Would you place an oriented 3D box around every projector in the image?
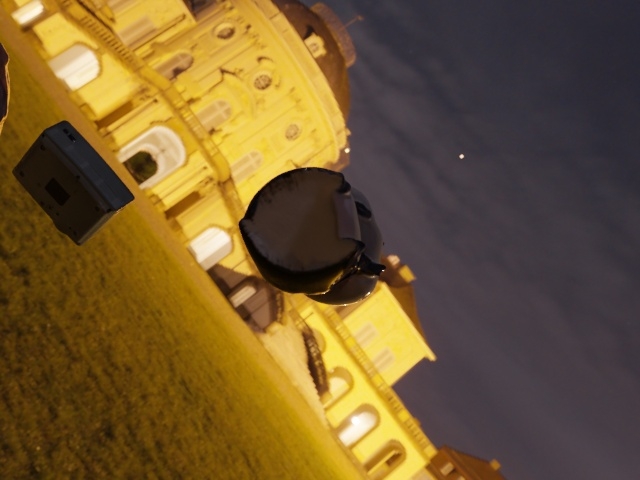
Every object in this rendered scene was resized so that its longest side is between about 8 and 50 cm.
[{"bbox_3d":[-0.360,-0.078,0.914,0.115,0.061,0.147,-34,-80,35],"label":"projector"}]

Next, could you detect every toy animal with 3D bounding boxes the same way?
[{"bbox_3d":[0.000,0.000,1.204,0.251,0.251,0.310,48,-1,21],"label":"toy animal"}]

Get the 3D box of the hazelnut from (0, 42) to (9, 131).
[{"bbox_3d":[-0.535,-0.173,0.858,0.241,0.261,0.261,42,-7,-21],"label":"hazelnut"}]
